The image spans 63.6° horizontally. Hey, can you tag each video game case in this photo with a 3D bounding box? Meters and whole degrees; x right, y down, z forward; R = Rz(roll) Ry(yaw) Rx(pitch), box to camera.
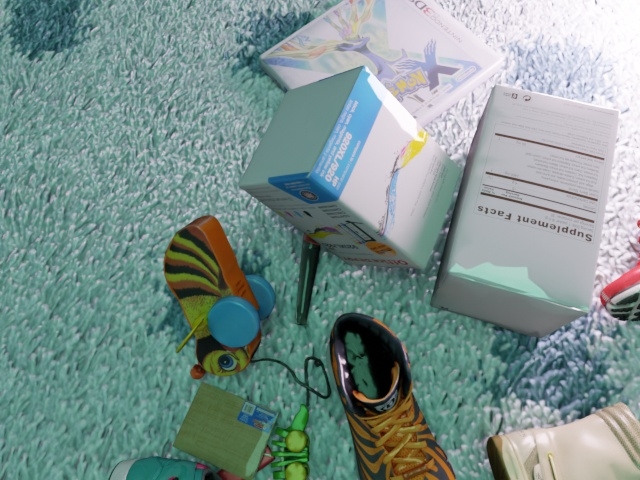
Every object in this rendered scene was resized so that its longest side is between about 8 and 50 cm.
[{"bbox_3d":[0.105,-0.322,0.935,0.329,0.036,0.300,-38,71,-10],"label":"video game case"}]

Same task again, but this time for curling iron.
[{"bbox_3d":[0.000,0.000,0.820,0.068,0.035,0.274,12,70,9],"label":"curling iron"}]

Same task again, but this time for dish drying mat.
[{"bbox_3d":[-0.106,0.316,0.722,0.083,0.008,0.032,-33,71,-8],"label":"dish drying mat"}]

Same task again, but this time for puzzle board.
[{"bbox_3d":[-0.134,0.270,0.736,0.128,0.011,0.096,17,68,15],"label":"puzzle board"}]

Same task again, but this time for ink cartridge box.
[{"bbox_3d":[0.047,-0.086,0.720,0.171,0.232,0.168,2,62,52],"label":"ink cartridge box"}]

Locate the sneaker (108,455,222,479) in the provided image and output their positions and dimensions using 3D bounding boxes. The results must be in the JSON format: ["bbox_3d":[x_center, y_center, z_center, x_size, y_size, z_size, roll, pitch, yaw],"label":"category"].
[{"bbox_3d":[-0.164,0.415,0.634,0.178,0.124,0.296,-13,67,9],"label":"sneaker"}]

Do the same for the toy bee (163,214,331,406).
[{"bbox_3d":[-0.140,0.126,0.719,0.162,0.195,0.298,-30,79,19],"label":"toy bee"}]

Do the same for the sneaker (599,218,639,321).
[{"bbox_3d":[0.507,0.016,0.759,0.279,0.107,0.118,-30,51,-11],"label":"sneaker"}]

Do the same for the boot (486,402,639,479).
[{"bbox_3d":[0.346,0.350,0.633,0.203,0.095,0.262,-15,65,-3],"label":"boot"}]

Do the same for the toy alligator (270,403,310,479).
[{"bbox_3d":[-0.042,0.318,0.691,0.051,0.056,0.190,-1,69,4],"label":"toy alligator"}]

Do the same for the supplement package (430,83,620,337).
[{"bbox_3d":[0.284,-0.036,0.737,0.175,0.177,0.293,16,72,10],"label":"supplement package"}]

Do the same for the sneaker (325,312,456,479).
[{"bbox_3d":[0.083,0.238,0.645,0.124,0.180,0.321,-26,69,-6],"label":"sneaker"}]
